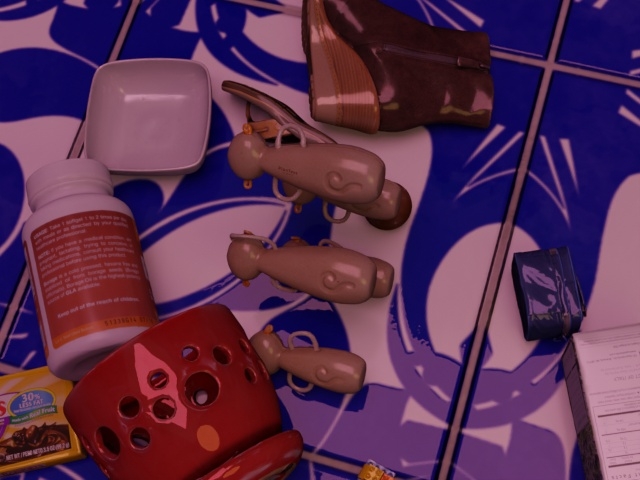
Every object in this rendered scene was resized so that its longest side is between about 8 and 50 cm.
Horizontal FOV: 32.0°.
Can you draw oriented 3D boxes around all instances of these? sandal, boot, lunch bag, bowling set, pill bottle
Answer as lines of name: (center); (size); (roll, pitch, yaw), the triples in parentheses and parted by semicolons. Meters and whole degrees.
sandal: (-0.044, -0.124, 1.249); (0.180, 0.072, 0.049); (36, 99, 12)
boot: (0.085, -0.233, 1.276); (0.207, 0.090, 0.248); (-1, 68, -7)
lunch bag: (0.237, 0.057, 1.146); (0.065, 0.067, 0.098); (-9, 70, 3)
bowling set: (0.000, 0.000, 1.161); (0.154, 0.200, 0.287); (12, 114, 15)
pill bottle: (-0.245, 0.029, 1.176); (0.121, 0.121, 0.216); (-17, 70, 0)

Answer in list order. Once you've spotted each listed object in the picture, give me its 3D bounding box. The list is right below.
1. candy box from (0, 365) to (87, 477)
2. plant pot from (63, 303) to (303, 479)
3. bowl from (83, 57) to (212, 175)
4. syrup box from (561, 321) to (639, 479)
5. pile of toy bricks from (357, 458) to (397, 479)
candy box: (-0.354, 0.199, 1.175); (0.206, 0.027, 0.105); (-13, 65, 1)
plant pot: (-0.124, 0.181, 1.073); (0.191, 0.191, 0.174); (-33, 73, -7)
bowl: (-0.190, -0.134, 1.267); (0.142, 0.053, 0.142); (0, 70, 7)
syrup box: (0.304, 0.205, 1.071); (0.096, 0.093, 0.237); (-9, 69, 2)
pile of toy bricks: (0.104, 0.272, 1.059); (0.212, 0.105, 0.118); (27, 75, 14)
